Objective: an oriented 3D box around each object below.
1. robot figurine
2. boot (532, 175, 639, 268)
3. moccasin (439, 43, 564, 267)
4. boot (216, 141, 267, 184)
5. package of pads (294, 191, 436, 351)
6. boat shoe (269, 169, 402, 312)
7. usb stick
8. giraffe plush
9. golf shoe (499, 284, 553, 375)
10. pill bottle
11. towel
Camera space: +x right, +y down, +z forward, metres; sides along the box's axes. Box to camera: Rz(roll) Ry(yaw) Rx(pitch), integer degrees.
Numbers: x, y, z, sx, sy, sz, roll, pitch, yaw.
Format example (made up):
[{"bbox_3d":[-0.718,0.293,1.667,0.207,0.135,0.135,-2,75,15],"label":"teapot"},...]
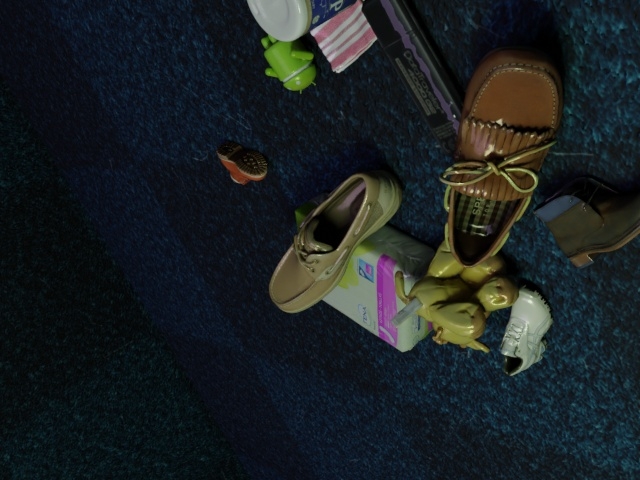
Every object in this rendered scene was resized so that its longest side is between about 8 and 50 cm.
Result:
[{"bbox_3d":[-0.052,-0.309,1.328,0.101,0.067,0.115,-19,108,53],"label":"robot figurine"},{"bbox_3d":[0.367,-0.042,1.026,0.106,0.082,0.219,45,153,6],"label":"boot"},{"bbox_3d":[0.233,-0.099,1.050,0.139,0.147,0.380,15,145,2],"label":"moccasin"},{"bbox_3d":[-0.159,-0.153,1.675,0.158,0.059,0.084,33,150,45],"label":"boot"},{"bbox_3d":[0.089,0.063,1.520,0.296,0.101,0.229,31,144,33],"label":"package of pads"},{"bbox_3d":[0.000,0.000,1.391,0.341,0.110,0.121,-51,62,24],"label":"boat shoe"},{"bbox_3d":[0.152,-0.246,1.137,0.077,0.045,0.278,-18,108,51],"label":"usb stick"},{"bbox_3d":[0.237,0.117,1.323,0.170,0.210,0.181,49,-165,-51],"label":"giraffe plush"},{"bbox_3d":[0.337,0.157,1.292,0.069,0.086,0.176,26,141,40],"label":"golf shoe"},{"bbox_3d":[-0.002,-0.364,1.071,0.112,0.187,0.112,35,148,26],"label":"pill bottle"},{"bbox_3d":[0.006,-0.373,1.213,0.197,0.029,0.144,53,150,-4],"label":"towel"}]
